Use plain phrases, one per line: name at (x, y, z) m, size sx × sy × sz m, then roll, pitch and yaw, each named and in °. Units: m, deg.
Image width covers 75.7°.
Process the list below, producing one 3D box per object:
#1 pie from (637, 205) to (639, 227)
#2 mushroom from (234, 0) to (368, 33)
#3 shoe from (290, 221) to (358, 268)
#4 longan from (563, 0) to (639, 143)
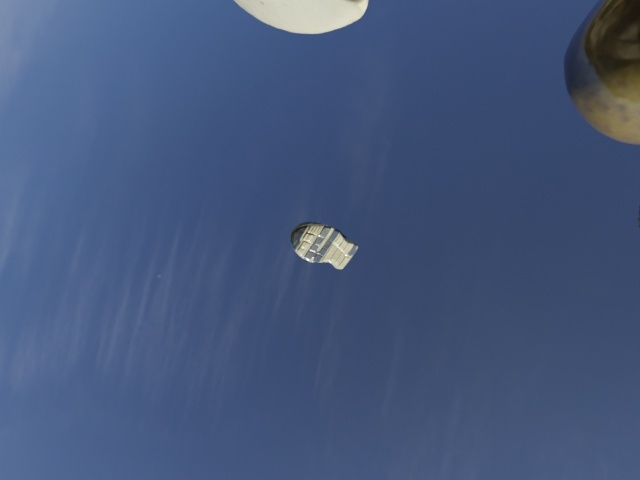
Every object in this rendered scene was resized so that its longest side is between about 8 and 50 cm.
pie at (0.508, -0.048, 0.467) m, size 0.277 × 0.078 × 0.277 m, roll -8°, pitch -99°, yaw 64°
mushroom at (0.016, -0.401, 0.398) m, size 0.177 × 0.126 × 0.397 m, roll 19°, pitch -98°, yaw 1°
shoe at (0.000, 0.000, 0.640) m, size 0.071 × 0.143 × 0.064 m, roll 37°, pitch -80°, yaw 35°
longan at (0.634, -0.351, 0.737) m, size 0.360 × 0.361 × 0.361 m, roll -4°, pitch -101°, yaw 23°
